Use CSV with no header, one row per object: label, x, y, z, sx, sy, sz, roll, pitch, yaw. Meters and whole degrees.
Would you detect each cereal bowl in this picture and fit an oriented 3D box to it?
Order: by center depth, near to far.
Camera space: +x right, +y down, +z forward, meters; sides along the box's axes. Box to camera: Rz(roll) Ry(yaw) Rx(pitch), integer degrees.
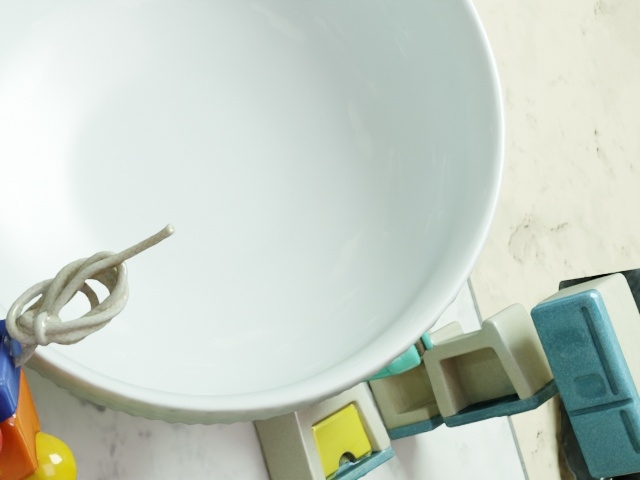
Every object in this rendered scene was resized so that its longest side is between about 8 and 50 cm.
cereal bowl,-0.070,-0.056,0.913,0.338,0.141,0.339,3,74,-11

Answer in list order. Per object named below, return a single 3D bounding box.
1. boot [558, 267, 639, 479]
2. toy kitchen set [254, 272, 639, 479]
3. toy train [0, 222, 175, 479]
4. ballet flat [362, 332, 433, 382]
boot,0.391,0.209,1.334,0.445,0.146,0.367,9,59,-48
toy kitchen set,0.093,0.123,1.015,0.166,0.207,0.122,-24,93,-47
toy train,-0.143,0.108,0.769,0.143,0.248,0.105,58,7,-27
ballet flat,0.000,0.000,1.038,0.247,0.087,0.083,-109,175,-48
